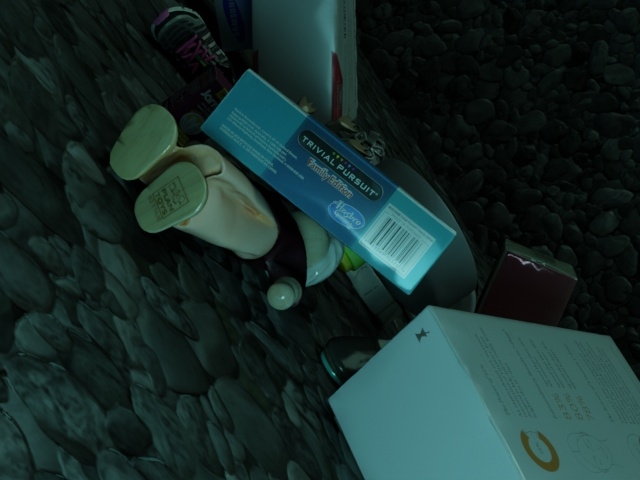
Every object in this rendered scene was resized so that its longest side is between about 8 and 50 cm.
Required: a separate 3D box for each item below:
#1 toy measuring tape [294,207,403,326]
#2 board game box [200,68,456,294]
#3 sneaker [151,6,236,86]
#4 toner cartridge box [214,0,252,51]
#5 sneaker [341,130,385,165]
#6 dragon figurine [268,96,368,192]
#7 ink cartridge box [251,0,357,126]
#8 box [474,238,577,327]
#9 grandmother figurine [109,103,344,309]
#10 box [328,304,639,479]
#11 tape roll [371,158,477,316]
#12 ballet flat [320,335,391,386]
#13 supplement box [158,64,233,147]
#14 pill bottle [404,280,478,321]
[{"bbox_3d":[0.051,0.024,1.555,0.330,0.121,0.121,57,8,-39],"label":"toy measuring tape"},{"bbox_3d":[0.015,-0.061,1.279,0.254,0.079,0.336,39,3,1],"label":"board game box"},{"bbox_3d":[-0.155,-0.236,1.531,0.074,0.063,0.170,56,5,32],"label":"sneaker"},{"bbox_3d":[-0.142,-0.485,1.861,0.165,0.075,0.347,-90,173,-69],"label":"toner cartridge box"},{"bbox_3d":[0.046,-0.136,1.906,0.105,0.115,0.281,42,8,0],"label":"sneaker"},{"bbox_3d":[-0.037,-0.114,1.620,0.289,0.144,0.085,13,42,-45],"label":"dragon figurine"},{"bbox_3d":[-0.019,-0.284,1.827,0.306,0.131,0.226,-58,147,-79],"label":"ink cartridge box"},{"bbox_3d":[0.314,0.131,1.942,0.127,0.232,0.148,23,10,5],"label":"box"},{"bbox_3d":[-0.070,-0.018,1.204,0.342,0.104,0.207,26,40,-63],"label":"grandmother figurine"},{"bbox_3d":[0.213,0.217,1.266,0.345,0.168,0.215,12,41,-45],"label":"box"},{"bbox_3d":[0.118,-0.001,1.622,0.219,0.072,0.219,51,-16,21],"label":"tape roll"},{"bbox_3d":[0.106,0.170,1.399,0.280,0.096,0.095,44,17,-46],"label":"ballet flat"},{"bbox_3d":[-0.133,-0.146,1.322,0.055,0.083,0.043,49,13,-28],"label":"supplement box"},{"bbox_3d":[0.204,0.083,1.982,0.119,0.119,0.208,56,11,-1],"label":"pill bottle"}]
